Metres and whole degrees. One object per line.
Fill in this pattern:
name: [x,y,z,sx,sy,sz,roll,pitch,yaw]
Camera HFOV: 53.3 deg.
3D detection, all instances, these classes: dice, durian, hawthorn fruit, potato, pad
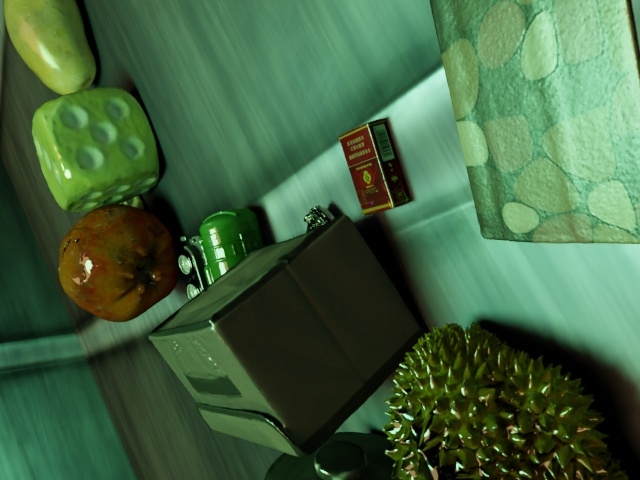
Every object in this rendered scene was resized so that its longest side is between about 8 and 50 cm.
dice: [-0.391,-0.155,1.112,0.166,0.169,0.170,-30,82,60]
durian: [0.139,0.178,0.494,0.237,0.137,0.194,18,122,53]
hawthorn fruit: [-0.383,0.037,1.180,0.299,0.211,0.211,7,113,58]
potato: [-0.516,-0.390,1.221,0.150,0.146,0.234,-109,3,-81]
pad: [0.146,-0.109,0.444,0.158,0.003,0.235,1,109,58]

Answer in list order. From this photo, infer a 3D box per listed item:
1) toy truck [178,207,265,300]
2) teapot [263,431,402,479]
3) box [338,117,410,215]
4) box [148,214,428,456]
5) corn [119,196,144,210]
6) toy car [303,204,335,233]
toy truck: [-0.109,0.079,0.875,0.125,0.101,0.243,-8,98,47]
teapot: [0.066,0.387,0.707,0.270,0.200,0.337,2,109,30]
box: [0.050,-0.068,0.602,0.051,0.023,0.082,-13,96,60]
box: [-0.051,0.100,0.688,0.153,0.188,0.252,55,154,-8]
corn: [-0.401,-0.044,1.304,0.085,0.063,0.165,40,147,3]
toy car: [0.000,0.000,0.720,0.041,0.025,0.093,48,152,25]
